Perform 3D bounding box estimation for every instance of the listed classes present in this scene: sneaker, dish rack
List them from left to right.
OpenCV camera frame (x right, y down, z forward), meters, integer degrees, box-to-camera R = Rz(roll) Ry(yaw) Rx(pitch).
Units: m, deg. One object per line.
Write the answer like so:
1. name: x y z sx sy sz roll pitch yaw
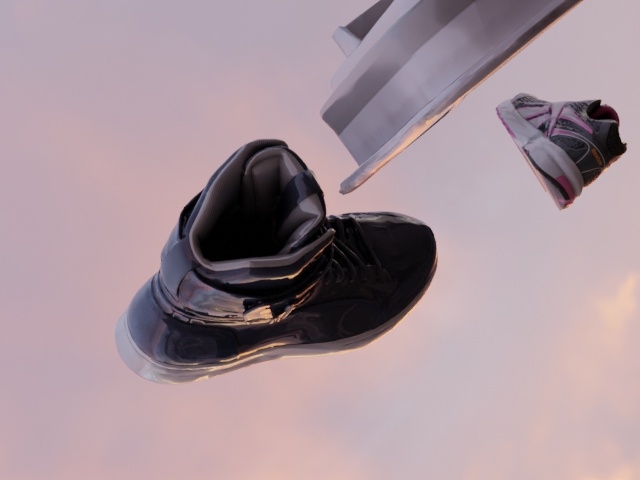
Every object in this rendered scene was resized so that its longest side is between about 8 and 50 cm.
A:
1. sneaker: 0.000 0.002 1.172 0.226 0.086 0.163 -19 -25 -32
2. sneaker: 0.192 -0.077 1.507 0.072 0.077 0.178 57 -175 -22
3. dish rack: 0.133 -0.161 0.945 0.333 0.072 0.285 -38 -1 -11
